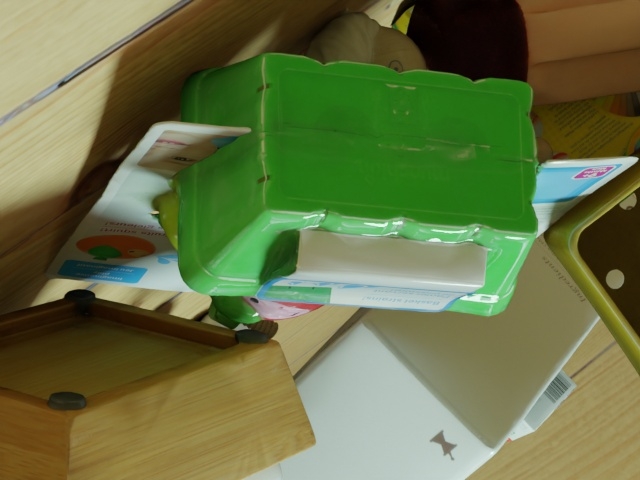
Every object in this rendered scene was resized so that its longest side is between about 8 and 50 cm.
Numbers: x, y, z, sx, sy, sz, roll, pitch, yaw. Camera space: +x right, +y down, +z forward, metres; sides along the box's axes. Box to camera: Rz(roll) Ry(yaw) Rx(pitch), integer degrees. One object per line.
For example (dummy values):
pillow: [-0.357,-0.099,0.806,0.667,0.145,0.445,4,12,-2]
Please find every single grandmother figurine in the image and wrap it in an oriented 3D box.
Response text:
grandmother figurine: [0.139,-0.148,1.473,0.342,0.208,0.104,-14,-173,-22]

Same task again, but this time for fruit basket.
fruit basket: [0.000,0.000,1.379,0.327,0.165,0.353,5,156,-19]

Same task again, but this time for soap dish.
soap dish: [-0.173,0.124,1.372,0.291,0.229,0.118,-16,114,-56]

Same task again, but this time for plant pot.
plant pot: [0.286,0.011,1.467,0.212,0.212,0.187,-38,-169,-8]

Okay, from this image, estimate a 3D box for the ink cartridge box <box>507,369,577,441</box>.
ink cartridge box: [0.192,0.156,1.853,0.063,0.029,0.115,-44,178,-19]

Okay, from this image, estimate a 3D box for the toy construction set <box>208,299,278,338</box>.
toy construction set: [-0.214,0.178,1.678,0.309,0.237,0.257,-47,-155,25]

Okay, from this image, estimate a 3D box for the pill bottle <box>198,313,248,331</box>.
pill bottle: [-0.145,0.180,2.136,0.215,0.117,0.117,-43,171,24]

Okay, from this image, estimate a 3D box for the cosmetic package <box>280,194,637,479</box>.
cosmetic package: [0.126,0.087,1.847,0.230,0.161,0.453,-45,179,37]

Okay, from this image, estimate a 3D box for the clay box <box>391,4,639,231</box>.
clay box: [0.174,-0.121,1.578,0.127,0.222,0.053,-36,180,-16]
